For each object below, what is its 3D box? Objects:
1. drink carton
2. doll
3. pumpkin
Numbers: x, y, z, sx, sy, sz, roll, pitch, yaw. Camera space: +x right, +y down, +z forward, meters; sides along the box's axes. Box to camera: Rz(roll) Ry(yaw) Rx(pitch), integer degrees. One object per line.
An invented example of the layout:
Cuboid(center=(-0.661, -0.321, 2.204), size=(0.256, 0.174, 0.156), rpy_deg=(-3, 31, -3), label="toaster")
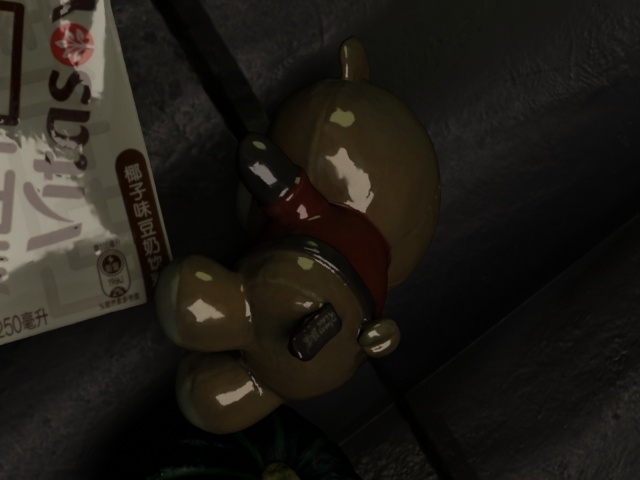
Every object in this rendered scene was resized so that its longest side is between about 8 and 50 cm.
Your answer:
Cuboid(center=(-0.241, -0.088, 0.932), size=(0.194, 0.132, 0.324), rpy_deg=(-17, 103, -22), label="drink carton")
Cuboid(center=(0.000, 0.000, 0.976), size=(0.330, 0.174, 0.235), rpy_deg=(-65, 150, -43), label="doll")
Cuboid(center=(-0.081, 0.263, 1.021), size=(0.248, 0.248, 0.248), rpy_deg=(-4, 99, -23), label="pumpkin")
